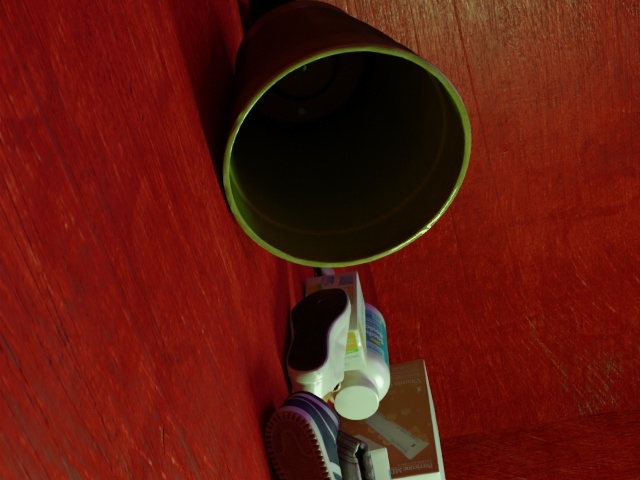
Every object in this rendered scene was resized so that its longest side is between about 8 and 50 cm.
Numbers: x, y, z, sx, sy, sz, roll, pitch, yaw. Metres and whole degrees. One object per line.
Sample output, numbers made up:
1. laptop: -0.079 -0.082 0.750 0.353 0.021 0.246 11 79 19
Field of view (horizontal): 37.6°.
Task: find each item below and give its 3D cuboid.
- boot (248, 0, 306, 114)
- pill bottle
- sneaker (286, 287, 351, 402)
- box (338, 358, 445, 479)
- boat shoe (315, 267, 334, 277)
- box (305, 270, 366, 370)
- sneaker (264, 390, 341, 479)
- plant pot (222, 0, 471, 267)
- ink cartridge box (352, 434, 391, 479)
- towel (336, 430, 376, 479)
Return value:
1. boot: -0.031 -0.324 1.994 0.445 0.146 0.367 -54 123 -86
2. pill bottle: 0.073 0.256 1.997 0.264 0.146 0.146 -91 168 -58
3. sneaker: -0.004 0.196 1.691 0.290 0.105 0.123 -67 152 -58
4. box: 0.160 0.460 2.137 0.345 0.214 0.168 -92 169 -54
5. boat shoe: 0.008 0.062 2.225 0.046 0.038 0.125 28 27 -24
6. box: 0.030 0.166 1.915 0.203 0.114 0.103 -89 168 -58
7. sneaker: -0.005 0.359 1.392 0.153 0.099 0.282 -58 134 -78
8. plant pot: 0.004 -0.209 1.489 0.353 0.366 0.367 -111 -176 -52
9. ink cartridge box: 0.060 0.421 1.732 0.143 0.089 0.092 177 -97 -70
10. towel: 0.044 0.472 1.548 0.312 0.056 0.324 163 -84 -75
